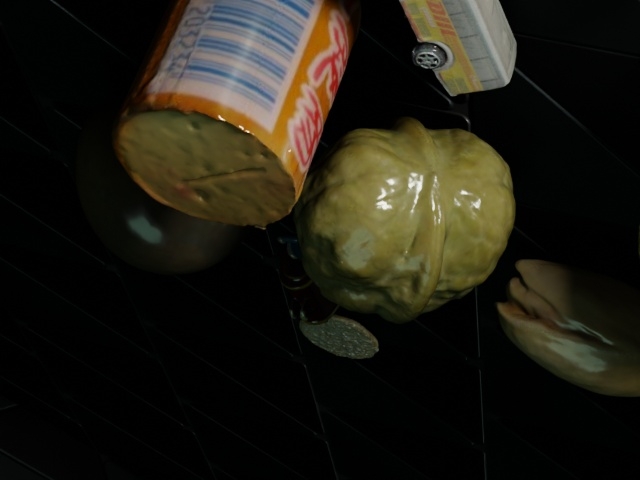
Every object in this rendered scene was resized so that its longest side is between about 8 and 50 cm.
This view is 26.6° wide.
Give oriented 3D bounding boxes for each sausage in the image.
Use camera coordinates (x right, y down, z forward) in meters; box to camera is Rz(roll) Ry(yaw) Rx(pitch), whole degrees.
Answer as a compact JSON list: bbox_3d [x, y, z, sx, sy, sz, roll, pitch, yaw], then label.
[{"bbox_3d":[-0.094,-0.196,1.606,0.233,0.287,0.233,13,149,8],"label":"sausage"}]

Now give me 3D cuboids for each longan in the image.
[{"bbox_3d":[-0.222,-0.083,1.954,0.243,0.300,0.300,-26,140,1],"label":"longan"}]

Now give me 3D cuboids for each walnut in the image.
[{"bbox_3d":[0.104,-0.030,1.777,0.282,0.253,0.277,24,153,-5],"label":"walnut"}]

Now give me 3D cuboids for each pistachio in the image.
[{"bbox_3d":[0.394,0.129,1.945,0.293,0.162,0.181,20,-173,-2],"label":"pistachio"}]

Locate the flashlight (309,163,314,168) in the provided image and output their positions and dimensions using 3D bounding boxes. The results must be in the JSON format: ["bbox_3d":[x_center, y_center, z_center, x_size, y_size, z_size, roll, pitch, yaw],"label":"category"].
[{"bbox_3d":[0.023,-0.085,1.977,0.110,0.052,0.031,25,116,-17],"label":"flashlight"}]

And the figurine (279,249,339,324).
[{"bbox_3d":[-0.018,0.096,2.246,0.082,0.098,0.154,5,144,23],"label":"figurine"}]

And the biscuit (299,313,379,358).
[{"bbox_3d":[0.033,0.169,2.411,0.152,0.020,0.152,16,150,9],"label":"biscuit"}]

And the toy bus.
[{"bbox_3d":[0.139,-0.276,1.512,0.106,0.092,0.268,-4,142,26],"label":"toy bus"}]

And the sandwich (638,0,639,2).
[{"bbox_3d":[0.319,-0.286,1.376,0.116,0.074,0.074,23,151,-1],"label":"sandwich"}]

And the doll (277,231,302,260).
[{"bbox_3d":[0.000,0.000,2.090,0.114,0.086,0.152,15,165,-16],"label":"doll"}]

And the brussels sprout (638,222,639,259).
[{"bbox_3d":[0.512,0.009,1.594,0.259,0.227,0.294,-19,125,32],"label":"brussels sprout"}]
